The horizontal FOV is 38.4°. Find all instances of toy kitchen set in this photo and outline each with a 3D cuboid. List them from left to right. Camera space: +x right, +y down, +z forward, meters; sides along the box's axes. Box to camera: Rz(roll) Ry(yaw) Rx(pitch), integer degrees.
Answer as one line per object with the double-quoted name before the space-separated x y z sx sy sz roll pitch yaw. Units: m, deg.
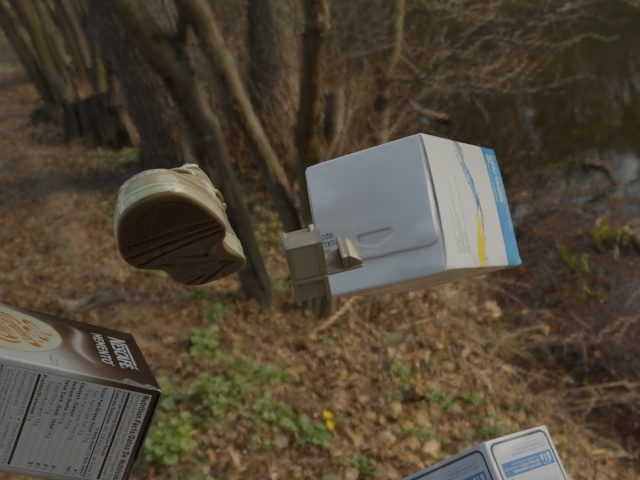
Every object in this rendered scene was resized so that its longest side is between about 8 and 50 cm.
"toy kitchen set" 0.000 0.000 0.832 0.068 0.075 0.083 -13 44 -3

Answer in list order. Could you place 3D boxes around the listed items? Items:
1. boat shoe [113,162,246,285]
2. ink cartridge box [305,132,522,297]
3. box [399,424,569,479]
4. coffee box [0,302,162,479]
"boat shoe" -0.151 -0.028 0.972 0.109 0.098 0.302 -19 -14 3
"ink cartridge box" 0.121 -0.027 1.176 0.171 0.168 0.233 -15 -8 31
"box" 0.172 0.330 0.809 0.087 0.289 0.169 -4 -24 -40
"coffee box" -0.274 0.115 0.757 0.247 0.098 0.141 17 8 -26
